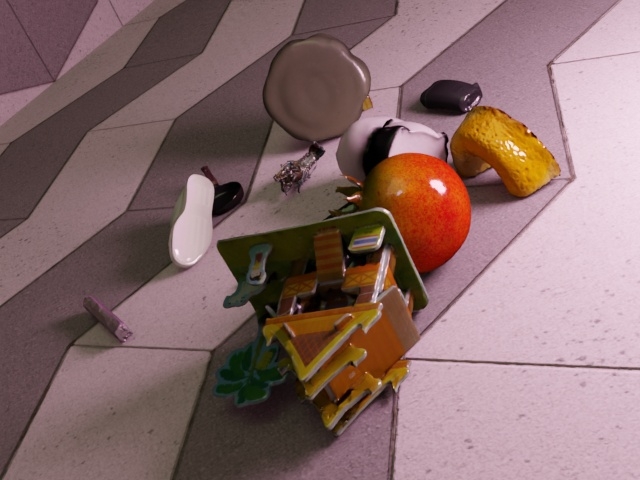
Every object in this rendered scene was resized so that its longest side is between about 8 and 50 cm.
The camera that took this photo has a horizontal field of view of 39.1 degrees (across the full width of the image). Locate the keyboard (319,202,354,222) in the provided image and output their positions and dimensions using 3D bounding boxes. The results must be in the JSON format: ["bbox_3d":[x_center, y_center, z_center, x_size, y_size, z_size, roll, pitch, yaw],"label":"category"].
[{"bbox_3d":[0.000,0.000,1.865,0.317,0.027,0.106,-35,35,-16],"label":"keyboard"}]

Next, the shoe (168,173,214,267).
[{"bbox_3d":[-0.306,-0.026,2.086,0.110,0.095,0.265,-46,27,45],"label":"shoe"}]

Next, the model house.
[{"bbox_3d":[-0.036,0.146,1.462,0.357,0.243,0.313,-8,37,23],"label":"model house"}]

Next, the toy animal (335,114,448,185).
[{"bbox_3d":[0.140,-0.179,1.899,0.187,0.165,0.235,6,13,-33],"label":"toy animal"}]

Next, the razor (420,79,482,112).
[{"bbox_3d":[0.312,-0.345,2.153,0.090,0.054,0.148,-42,33,-20],"label":"razor"}]

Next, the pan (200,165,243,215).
[{"bbox_3d":[-0.257,-0.124,2.230,0.114,0.040,0.212,-29,37,-6],"label":"pan"}]

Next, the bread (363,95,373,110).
[{"bbox_3d":[0.098,-0.392,2.344,0.035,0.094,0.090,-25,32,1],"label":"bread"}]

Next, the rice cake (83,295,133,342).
[{"bbox_3d":[-0.456,0.164,1.920,0.036,0.047,0.206,-42,33,-16],"label":"rice cake"}]

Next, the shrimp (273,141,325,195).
[{"bbox_3d":[-0.049,-0.161,2.138,0.082,0.076,0.174,37,52,11],"label":"shrimp"}]

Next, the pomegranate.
[{"bbox_3d":[0.144,-0.049,1.631,0.256,0.221,0.221,12,36,0],"label":"pomegranate"}]

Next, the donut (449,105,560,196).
[{"bbox_3d":[0.340,-0.188,1.790,0.101,0.152,0.259,-40,30,-11],"label":"donut"}]

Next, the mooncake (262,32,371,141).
[{"bbox_3d":[-0.008,-0.380,2.242,0.274,0.275,0.135,-15,16,17],"label":"mooncake"}]
